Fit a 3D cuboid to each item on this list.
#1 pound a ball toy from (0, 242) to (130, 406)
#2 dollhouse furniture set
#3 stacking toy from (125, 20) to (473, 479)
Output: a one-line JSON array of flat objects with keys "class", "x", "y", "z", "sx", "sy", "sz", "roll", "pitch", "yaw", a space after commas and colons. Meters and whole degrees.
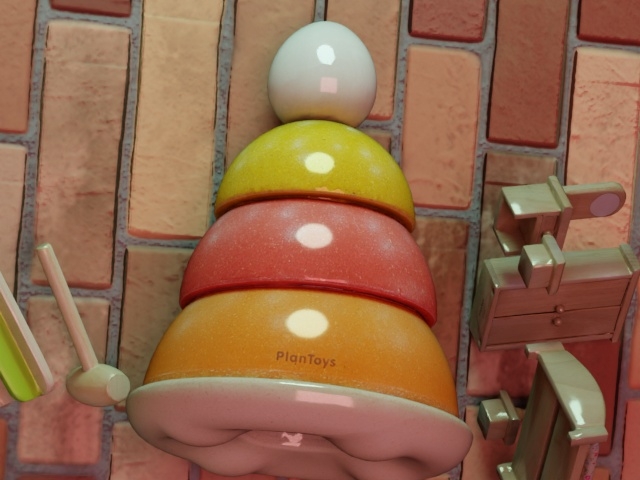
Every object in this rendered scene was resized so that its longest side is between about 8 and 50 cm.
[{"class": "pound a ball toy", "x": -0.362, "y": 0.070, "z": 1.860, "sx": 0.208, "sy": 0.136, "sz": 0.319, "roll": -33, "pitch": 102, "yaw": -38}, {"class": "dollhouse furniture set", "x": 0.299, "y": 0.156, "z": 1.914, "sx": 0.174, "sy": 0.355, "sz": 0.303, "roll": -6, "pitch": 133, "yaw": -15}, {"class": "stacking toy", "x": 0.000, "y": 0.000, "z": 1.891, "sx": 0.350, "sy": 0.350, "sz": 0.480, "roll": 12, "pitch": 73, "yaw": -16}]
